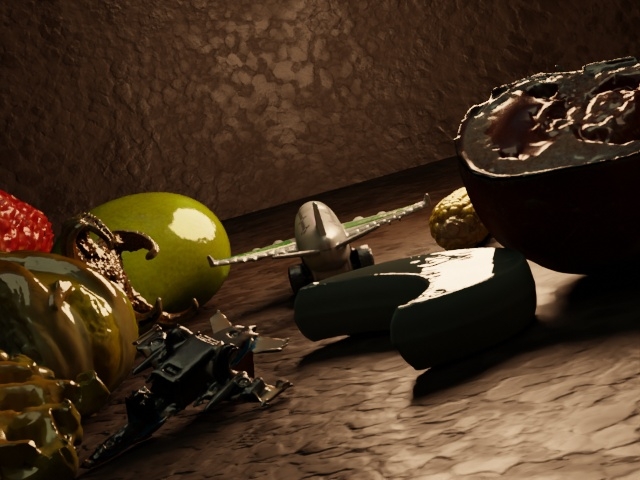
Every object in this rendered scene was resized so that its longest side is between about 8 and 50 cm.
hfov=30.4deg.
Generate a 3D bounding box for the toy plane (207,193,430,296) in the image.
[{"bbox_3d":[0.001,0.005,1.336,0.251,0.101,0.255,-15,2,-2],"label":"toy plane"}]

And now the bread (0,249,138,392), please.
[{"bbox_3d":[-0.329,0.095,1.046,0.333,0.160,0.333,-13,4,1],"label":"bread"}]

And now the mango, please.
[{"bbox_3d":[-0.223,0.028,1.382,0.185,0.149,0.273,18,28,31],"label":"mango"}]

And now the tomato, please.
[{"bbox_3d":[0.233,-0.051,1.006,0.214,0.155,0.180,-4,33,27],"label":"tomato"}]

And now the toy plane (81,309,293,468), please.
[{"bbox_3d":[-0.107,0.106,0.871,0.135,0.062,0.188,21,29,31],"label":"toy plane"}]

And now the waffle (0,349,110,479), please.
[{"bbox_3d":[-0.292,0.132,0.780,0.291,0.051,0.291,0,21,0],"label":"waffle"}]

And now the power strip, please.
[{"bbox_3d":[0.082,0.050,0.962,0.168,0.054,0.253,-15,6,-18],"label":"power strip"}]

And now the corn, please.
[{"bbox_3d":[0.171,-0.028,1.371,0.067,0.067,0.206,-13,4,19],"label":"corn"}]

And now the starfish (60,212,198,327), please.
[{"bbox_3d":[-0.204,0.035,1.183,0.074,0.146,0.190,-34,-21,9],"label":"starfish"}]

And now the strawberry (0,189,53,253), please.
[{"bbox_3d":[-0.526,0.043,1.651,0.292,0.292,0.343,-15,-11,3],"label":"strawberry"}]
